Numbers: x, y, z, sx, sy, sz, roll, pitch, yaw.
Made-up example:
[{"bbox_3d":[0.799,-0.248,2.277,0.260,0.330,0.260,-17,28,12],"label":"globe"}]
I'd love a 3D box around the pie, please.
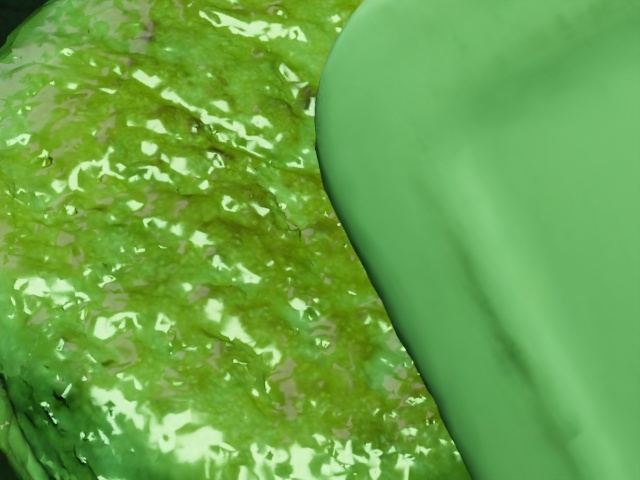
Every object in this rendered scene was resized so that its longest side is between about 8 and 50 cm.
[{"bbox_3d":[0.000,0.000,0.665,0.277,0.277,0.078,-26,-33,-29],"label":"pie"}]

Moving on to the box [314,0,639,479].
[{"bbox_3d":[0.217,-0.073,0.455,0.352,0.177,0.344,-26,1,28],"label":"box"}]

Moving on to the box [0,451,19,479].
[{"bbox_3d":[-0.086,0.059,0.840,0.166,0.220,0.290,-9,-11,-36],"label":"box"}]
